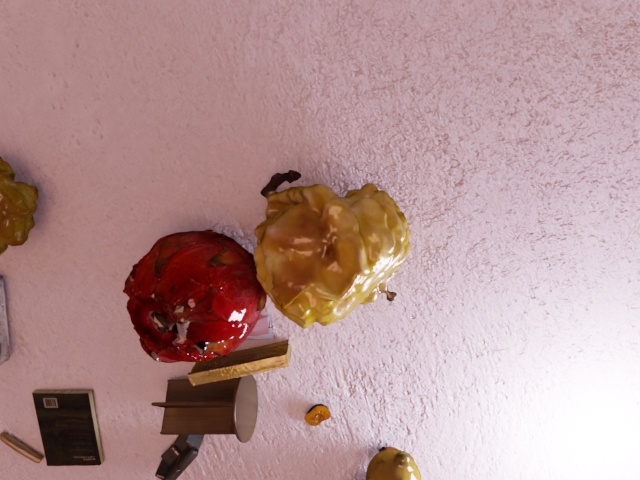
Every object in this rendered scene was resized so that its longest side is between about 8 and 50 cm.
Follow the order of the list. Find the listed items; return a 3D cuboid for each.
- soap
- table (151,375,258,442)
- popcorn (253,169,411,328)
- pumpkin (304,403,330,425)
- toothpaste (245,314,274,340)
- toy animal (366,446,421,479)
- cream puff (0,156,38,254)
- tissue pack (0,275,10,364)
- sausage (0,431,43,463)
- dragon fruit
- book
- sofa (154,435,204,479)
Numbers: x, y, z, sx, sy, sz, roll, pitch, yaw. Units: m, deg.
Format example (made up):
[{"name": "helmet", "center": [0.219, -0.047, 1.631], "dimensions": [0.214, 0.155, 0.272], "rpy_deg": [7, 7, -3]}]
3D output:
[{"name": "soap", "center": [-0.197, 0.303, 1.167], "dimensions": [0.251, 0.092, 0.037], "rpy_deg": [-13, 101, 4]}, {"name": "table", "center": [-0.290, 0.416, 1.177], "dimensions": [0.226, 0.167, 0.167], "rpy_deg": [-4, 105, 10]}, {"name": "popcorn", "center": [0.000, 0.000, 0.997], "dimensions": [0.349, 0.349, 0.382], "rpy_deg": [-44, 74, 11]}, {"name": "pumpkin", "center": [-0.008, 0.455, 1.239], "dimensions": [0.083, 0.028, 0.050], "rpy_deg": [-41, 103, 19]}, {"name": "toothpaste", "center": [-0.215, 0.227, 1.176], "dimensions": [0.194, 0.043, 0.067], "rpy_deg": [-5, 103, -4]}, {"name": "toy animal", "center": [0.174, 0.655, 1.219], "dimensions": [0.195, 0.169, 0.282], "rpy_deg": [11, 106, -5]}, {"name": "cream puff", "center": [-0.751, -0.071, 1.017], "dimensions": [0.244, 0.196, 0.244], "rpy_deg": [-2, 129, -3]}, {"name": "tissue pack", "center": [-0.950, 0.195, 1.132], "dimensions": [0.343, 0.125, 0.243], "rpy_deg": [4, 105, -3]}, {"name": "sausage", "center": [-0.821, 0.568, 1.283], "dimensions": [0.132, 0.024, 0.024], "rpy_deg": [39, 102, -10]}, {"name": "dragon fruit", "center": [-0.271, 0.119, 1.031], "dimensions": [0.295, 0.301, 0.296], "rpy_deg": [8, 112, 20]}, {"name": "book", "center": [-0.679, 0.507, 1.265], "dimensions": [0.160, 0.024, 0.229], "rpy_deg": [-1, 105, 2]}, {"name": "sofa", "center": [-0.381, 0.574, 1.247], "dimensions": [0.060, 0.085, 0.147], "rpy_deg": [38, 103, -12]}]
